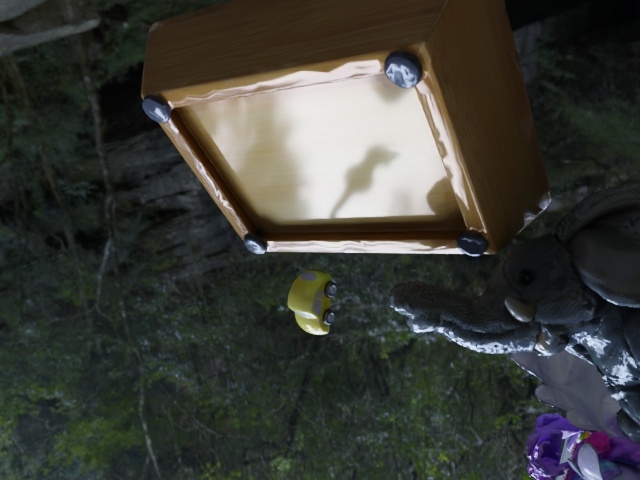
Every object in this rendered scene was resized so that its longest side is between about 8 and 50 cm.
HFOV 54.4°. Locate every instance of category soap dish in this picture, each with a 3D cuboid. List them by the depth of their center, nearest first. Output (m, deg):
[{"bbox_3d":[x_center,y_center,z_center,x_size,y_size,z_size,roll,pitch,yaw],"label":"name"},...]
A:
[{"bbox_3d":[0.014,-0.089,0.504,0.290,0.229,0.118,0,-132,33],"label":"soap dish"}]

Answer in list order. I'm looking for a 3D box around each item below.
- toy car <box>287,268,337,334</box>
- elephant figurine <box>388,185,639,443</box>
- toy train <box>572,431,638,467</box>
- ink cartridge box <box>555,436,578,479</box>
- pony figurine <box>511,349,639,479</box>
[{"bbox_3d":[0.000,0.000,0.884,0.053,0.239,0.225,-8,160,-47],"label":"toy car"},{"bbox_3d":[0.212,0.046,0.473,0.239,0.169,0.186,41,-152,22],"label":"elephant figurine"},{"bbox_3d":[0.415,0.315,0.935,0.105,0.248,0.143,15,-173,0],"label":"toy train"},{"bbox_3d":[0.520,0.422,1.066,0.092,0.159,0.218,6,-169,-22],"label":"ink cartridge box"},{"bbox_3d":[0.322,0.267,0.659,0.351,0.363,0.303,23,-153,-13],"label":"pony figurine"}]
